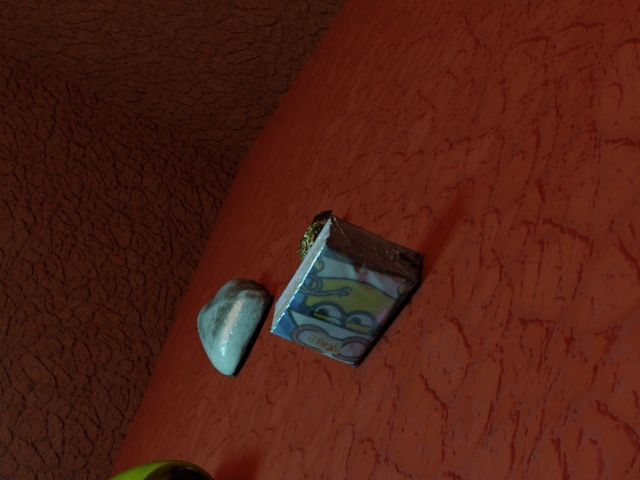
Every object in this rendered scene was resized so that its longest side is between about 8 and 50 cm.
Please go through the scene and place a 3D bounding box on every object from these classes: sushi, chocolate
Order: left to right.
[{"bbox_3d":[-0.186,0.161,1.888,0.185,0.100,0.303,-62,14,-2],"label":"chocolate"},{"bbox_3d":[-0.004,-0.001,1.459,0.060,0.061,0.118,89,-175,-47],"label":"sushi"}]

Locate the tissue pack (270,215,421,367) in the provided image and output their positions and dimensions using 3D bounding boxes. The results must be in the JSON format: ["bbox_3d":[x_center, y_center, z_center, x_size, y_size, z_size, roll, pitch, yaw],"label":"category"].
[{"bbox_3d":[0.027,0.061,1.043,0.155,0.115,0.065,-59,13,34],"label":"tissue pack"}]

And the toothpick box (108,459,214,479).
[{"bbox_3d":[-0.244,0.416,1.386,0.271,0.175,0.175,-40,26,58],"label":"toothpick box"}]
